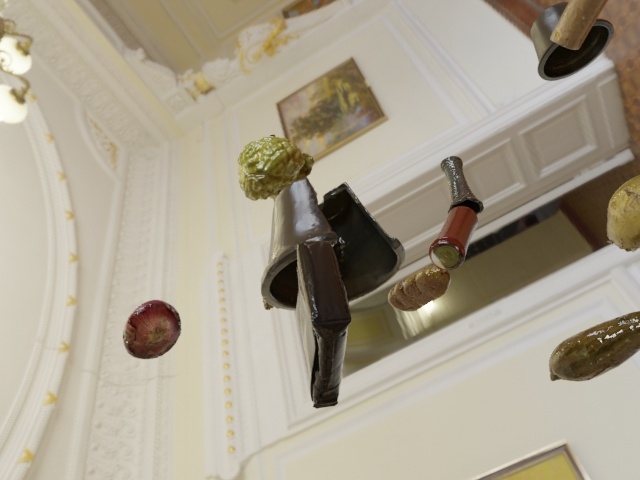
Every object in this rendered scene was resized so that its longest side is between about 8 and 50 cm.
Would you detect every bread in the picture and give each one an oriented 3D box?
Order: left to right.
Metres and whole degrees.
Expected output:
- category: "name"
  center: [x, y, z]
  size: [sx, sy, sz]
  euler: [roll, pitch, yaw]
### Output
- category: "bread"
  center: [0.361, 0.158, 2.067]
  size: [0.124, 0.344, 0.084]
  euler: [35, -128, -9]

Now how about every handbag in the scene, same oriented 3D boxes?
- category: "handbag"
  center: [0.004, 0.150, 1.085]
  size: [0.247, 0.080, 0.223]
  euler: [-104, 12, -52]

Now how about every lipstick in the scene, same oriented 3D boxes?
- category: "lipstick"
  center: [0.306, -0.010, 1.332]
  size: [0.080, 0.080, 0.241]
  euler: [60, -151, -8]

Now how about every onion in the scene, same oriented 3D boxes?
- category: "onion"
  center: [-0.422, 0.205, 1.422]
  size: [0.140, 0.150, 0.150]
  euler: [25, 161, 46]

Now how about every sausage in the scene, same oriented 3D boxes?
- category: "sausage"
  center: [0.498, -0.469, 0.997]
  size: [0.065, 0.301, 0.066]
  euler: [13, -139, -12]

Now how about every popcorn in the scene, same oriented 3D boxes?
- category: "popcorn"
  center: [-0.145, -0.232, 1.948]
  size: [0.206, 0.251, 0.237]
  euler: [-118, 34, -55]

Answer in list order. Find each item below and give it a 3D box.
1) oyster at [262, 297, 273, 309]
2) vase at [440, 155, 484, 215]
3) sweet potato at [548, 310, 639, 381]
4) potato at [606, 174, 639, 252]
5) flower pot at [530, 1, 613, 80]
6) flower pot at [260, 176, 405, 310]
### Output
- category: "oyster"
  center: [-0.142, 0.170, 1.846]
  size: [0.105, 0.056, 0.177]
  euler: [62, -159, -24]
- category: "vase"
  center: [0.457, -0.179, 1.936]
  size: [0.115, 0.115, 0.237]
  euler: [51, -154, -41]
- category: "sweet potato"
  center: [0.786, 0.268, 1.545]
  size: [0.130, 0.422, 0.130]
  euler: [37, -145, -31]
- category: "potato"
  center: [0.858, -0.078, 1.553]
  size: [0.173, 0.140, 0.300]
  euler: [61, 164, 19]
- category: "flower pot"
  center: [0.733, -0.616, 1.769]
  size: [0.235, 0.235, 0.148]
  euler: [40, -155, -61]
- category: "flower pot"
  center: [0.000, 0.000, 1.526]
  size: [0.379, 0.379, 0.251]
  euler: [43, -155, -58]
